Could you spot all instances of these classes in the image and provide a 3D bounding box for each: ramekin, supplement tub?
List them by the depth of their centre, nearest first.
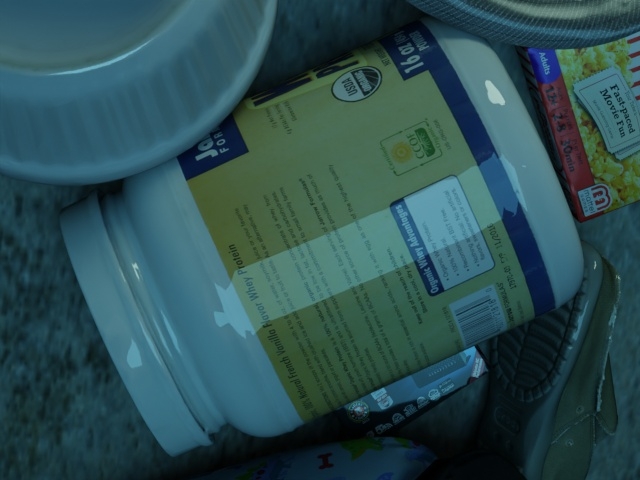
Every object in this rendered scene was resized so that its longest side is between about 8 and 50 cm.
[{"bbox_3d":[-0.163,-0.183,1.225,0.273,0.127,0.272,-1,73,2],"label":"ramekin"},{"bbox_3d":[0.000,0.000,1.320,0.316,0.228,0.228,-25,109,-1],"label":"supplement tub"}]

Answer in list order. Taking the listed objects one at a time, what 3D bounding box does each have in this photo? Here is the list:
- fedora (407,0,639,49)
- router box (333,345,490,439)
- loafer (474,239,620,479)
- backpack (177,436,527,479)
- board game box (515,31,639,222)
[{"bbox_3d":[0.134,-0.249,1.302,0.275,0.124,0.243,15,86,-5],"label":"fedora"},{"bbox_3d":[0.056,0.091,1.449,0.122,0.038,0.092,-34,96,3],"label":"router box"},{"bbox_3d":[0.183,0.112,1.467,0.087,0.094,0.251,-3,119,-33],"label":"loafer"},{"bbox_3d":[-0.038,0.283,1.381,0.355,0.290,0.273,-28,108,30],"label":"backpack"},{"bbox_3d":[0.258,-0.117,1.419,0.193,0.045,0.146,-21,109,-2],"label":"board game box"}]
